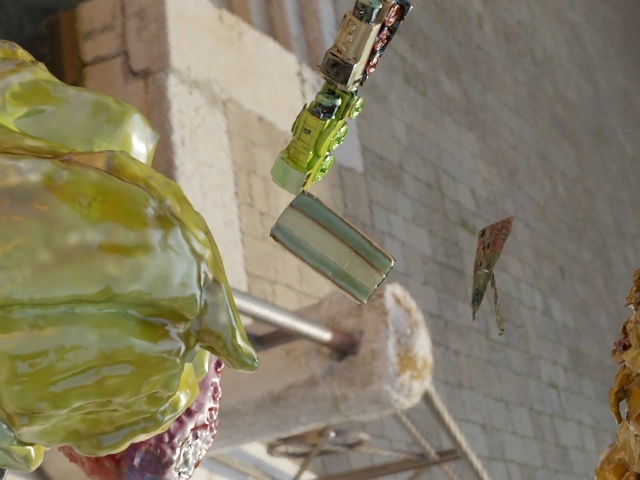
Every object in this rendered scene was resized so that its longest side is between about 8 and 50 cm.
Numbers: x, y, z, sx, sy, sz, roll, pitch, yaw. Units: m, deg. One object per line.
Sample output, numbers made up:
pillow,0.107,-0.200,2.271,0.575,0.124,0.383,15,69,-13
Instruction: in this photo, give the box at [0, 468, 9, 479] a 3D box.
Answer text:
box,-0.503,0.258,1.108,0.273,0.184,0.143,31,58,-19

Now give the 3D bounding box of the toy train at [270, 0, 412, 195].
toy train,0.019,-0.164,1.107,0.053,0.249,0.085,36,34,14

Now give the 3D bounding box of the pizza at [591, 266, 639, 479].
pizza,0.227,0.114,0.684,0.287,0.074,0.251,109,-9,-68

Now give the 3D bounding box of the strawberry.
strawberry,-0.273,0.214,1.518,0.292,0.310,0.291,-3,95,-28

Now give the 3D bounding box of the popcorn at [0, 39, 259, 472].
popcorn,-0.182,0.017,0.645,0.226,0.276,0.276,-17,87,-21

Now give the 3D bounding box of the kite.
kite,0.172,0.033,1.021,0.152,0.005,0.137,-97,-163,-55

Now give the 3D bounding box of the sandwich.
sandwich,0.000,0.000,1.303,0.163,0.079,0.113,36,-2,-22
